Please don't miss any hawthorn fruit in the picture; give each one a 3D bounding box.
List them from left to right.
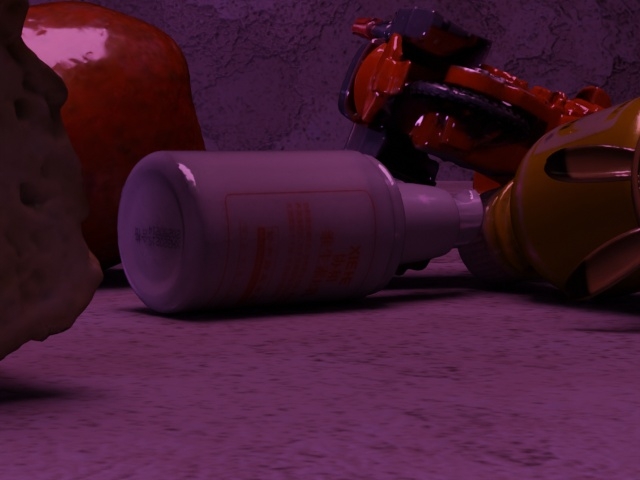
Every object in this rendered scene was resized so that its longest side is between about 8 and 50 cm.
[{"bbox_3d":[-0.213,-0.062,1.369,0.210,0.210,0.262,4,18,42],"label":"hawthorn fruit"}]

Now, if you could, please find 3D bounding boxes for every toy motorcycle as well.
[{"bbox_3d":[0.147,-0.074,1.467,0.326,0.147,0.221,22,-4,-34],"label":"toy motorcycle"}]

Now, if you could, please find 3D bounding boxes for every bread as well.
[{"bbox_3d":[-0.239,-0.029,0.869,0.252,0.238,0.196,12,47,41],"label":"bread"}]

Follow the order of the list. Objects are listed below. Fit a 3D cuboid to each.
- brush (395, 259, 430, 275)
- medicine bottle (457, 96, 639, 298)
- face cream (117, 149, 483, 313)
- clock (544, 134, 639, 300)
[{"bbox_3d":[0.000,0.000,1.467,0.084,0.071,0.301,16,-10,-22],"label":"brush"},{"bbox_3d":[0.179,-0.020,1.287,0.122,0.121,0.212,-3,-9,-35],"label":"medicine bottle"},{"bbox_3d":[0.001,-0.009,1.244,0.252,0.101,0.101,-2,5,-35],"label":"face cream"},{"bbox_3d":[0.252,-0.025,1.133,0.232,0.170,0.069,-5,-19,-4],"label":"clock"}]
